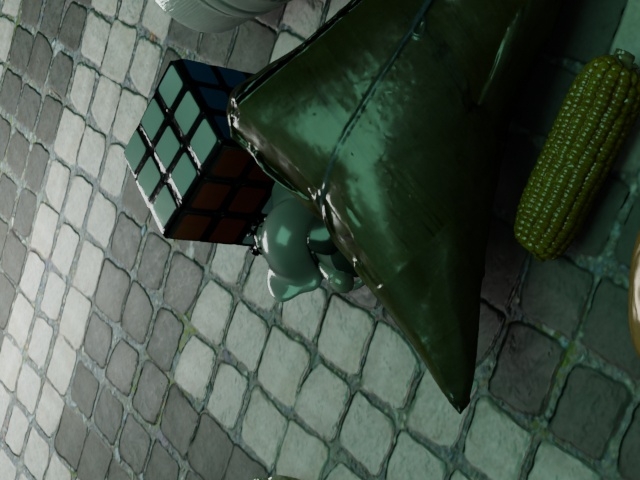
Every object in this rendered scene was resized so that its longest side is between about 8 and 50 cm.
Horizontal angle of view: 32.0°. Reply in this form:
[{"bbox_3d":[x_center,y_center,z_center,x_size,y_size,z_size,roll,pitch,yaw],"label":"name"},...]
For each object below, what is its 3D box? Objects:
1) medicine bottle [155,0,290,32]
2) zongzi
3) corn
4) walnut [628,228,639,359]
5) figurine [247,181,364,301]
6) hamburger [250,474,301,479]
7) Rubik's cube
[{"bbox_3d":[-0.057,-0.376,1.300,0.332,0.189,0.190,-14,75,47],"label":"medicine bottle"},{"bbox_3d":[0.144,-0.096,1.054,0.356,0.174,0.393,-42,68,14],"label":"zongzi"},{"bbox_3d":[0.236,-0.077,1.021,0.068,0.068,0.207,41,118,44],"label":"corn"},{"bbox_3d":[0.330,0.027,0.821,0.193,0.193,0.226,20,110,48],"label":"walnut"},{"bbox_3d":[0.000,0.000,1.231,0.192,0.126,0.147,5,82,34],"label":"figurine"},{"bbox_3d":[-0.056,0.344,1.309,0.133,0.062,0.140,51,120,38],"label":"hamburger"},{"bbox_3d":[-0.120,-0.104,1.361,0.163,0.160,0.162,-57,48,29],"label":"Rubik's cube"}]
